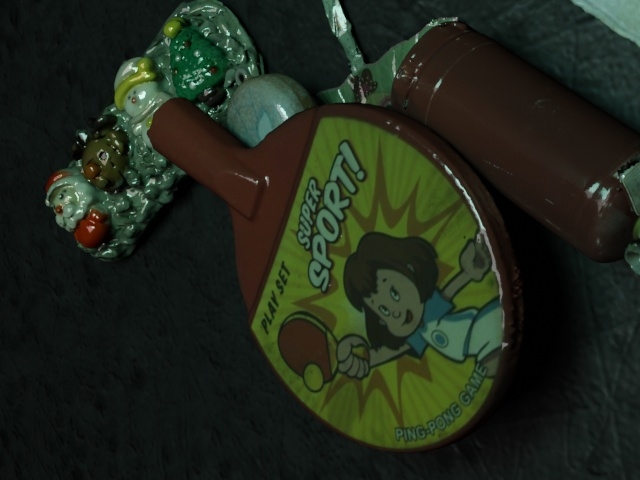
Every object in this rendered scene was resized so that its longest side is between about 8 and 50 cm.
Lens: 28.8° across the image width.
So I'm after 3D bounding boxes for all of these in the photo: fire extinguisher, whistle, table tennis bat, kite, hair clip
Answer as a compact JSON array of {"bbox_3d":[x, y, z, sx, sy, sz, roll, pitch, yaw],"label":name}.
[{"bbox_3d":[0.177,-0.063,0.904,0.269,0.105,0.105,40,118,34],"label":"fire extinguisher"},{"bbox_3d":[-0.017,-0.060,1.096,0.220,0.057,0.107,61,144,10],"label":"whistle"},{"bbox_3d":[0.000,0.000,1.012,0.414,0.051,0.268,39,123,33],"label":"table tennis bat"},{"bbox_3d":[0.035,-0.146,1.079,0.229,0.012,0.250,-30,73,41],"label":"kite"},{"bbox_3d":[-0.186,-0.097,1.233,0.321,0.091,0.138,-48,65,35],"label":"hair clip"}]

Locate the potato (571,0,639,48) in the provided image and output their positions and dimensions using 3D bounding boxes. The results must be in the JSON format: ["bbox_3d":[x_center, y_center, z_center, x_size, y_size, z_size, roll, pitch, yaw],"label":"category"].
[{"bbox_3d":[0.261,-0.257,0.761,0.299,0.196,0.246,4,111,70],"label":"potato"}]
